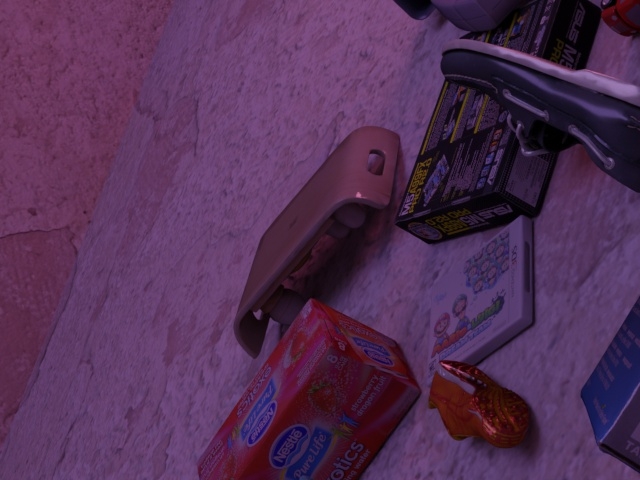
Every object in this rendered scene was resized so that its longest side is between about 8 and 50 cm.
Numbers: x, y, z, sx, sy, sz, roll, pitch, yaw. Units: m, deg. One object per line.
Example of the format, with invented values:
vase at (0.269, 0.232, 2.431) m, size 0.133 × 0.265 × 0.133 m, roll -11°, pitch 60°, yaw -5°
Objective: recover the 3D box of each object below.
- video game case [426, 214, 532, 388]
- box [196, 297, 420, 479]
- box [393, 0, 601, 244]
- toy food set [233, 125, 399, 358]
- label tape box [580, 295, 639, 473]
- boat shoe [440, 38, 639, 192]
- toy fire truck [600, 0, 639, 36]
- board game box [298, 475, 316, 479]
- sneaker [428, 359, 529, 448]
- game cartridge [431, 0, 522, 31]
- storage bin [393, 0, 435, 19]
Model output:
video game case at (0.168, 0.066, 1.396) m, size 0.157 × 0.019 × 0.143 m, roll -43°, pitch 28°, yaw 41°
box at (-0.019, 0.214, 1.492) m, size 0.257 × 0.128 × 0.122 m, roll -55°, pitch 22°, yaw 15°
box at (0.202, -0.140, 1.514) m, size 0.216 × 0.060 × 0.270 m, roll -19°, pitch 46°, yaw 61°
toy food set at (0.000, 0.000, 1.789) m, size 0.306 × 0.092 × 0.219 m, roll -48°, pitch 14°, yaw 28°
label tape box at (0.311, 0.007, 0.902) m, size 0.333 × 0.106 × 0.240 m, roll -60°, pitch -6°, yaw 6°
boat shoe at (0.223, -0.130, 1.316) m, size 0.319 × 0.116 × 0.099 m, roll 26°, pitch 102°, yaw 49°
toy fire truck at (0.367, -0.314, 1.365) m, size 0.135 × 0.047 × 0.192 m, roll -21°, pitch 46°, yaw 58°
board game box at (0.118, 0.304, 0.902) m, size 0.079 × 0.254 × 0.336 m, roll -60°, pitch 22°, yaw 4°
sneaker at (0.154, 0.170, 1.271) m, size 0.175 × 0.064 × 0.067 m, roll -137°, pitch 56°, yaw -73°
game cartridge at (0.223, -0.351, 1.638) m, size 0.196 × 0.060 × 0.294 m, roll -42°, pitch 17°, yaw 8°
storage bin at (0.171, -0.385, 1.852) m, size 0.135 × 0.098 × 0.091 m, roll -47°, pitch -2°, yaw 34°
